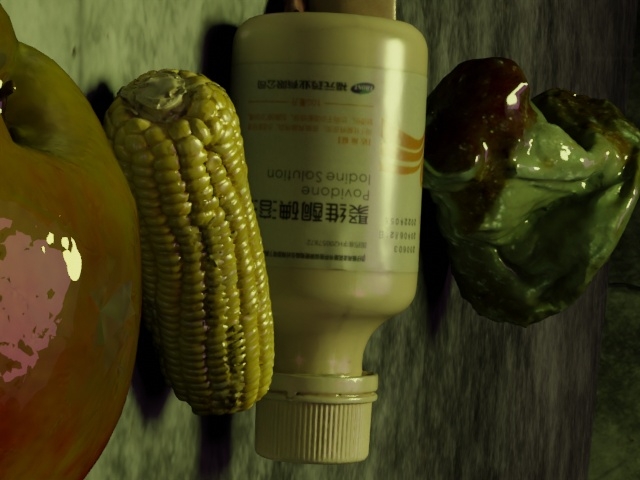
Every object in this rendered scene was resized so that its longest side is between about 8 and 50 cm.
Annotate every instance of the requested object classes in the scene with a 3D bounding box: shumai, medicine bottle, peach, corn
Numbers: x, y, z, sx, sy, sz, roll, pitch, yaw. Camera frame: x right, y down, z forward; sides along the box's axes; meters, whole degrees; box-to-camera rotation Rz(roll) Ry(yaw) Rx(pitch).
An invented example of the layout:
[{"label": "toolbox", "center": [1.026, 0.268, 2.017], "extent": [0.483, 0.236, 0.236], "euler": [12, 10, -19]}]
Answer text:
[{"label": "shumai", "center": [0.145, -0.058, 1.588], "extent": [0.272, 0.204, 0.222], "euler": [136, -29, -58]}, {"label": "medicine bottle", "center": [0.000, 0.000, 1.030], "extent": [0.114, 0.114, 0.252], "euler": [-1, 94, -75]}, {"label": "peach", "center": [-0.147, 0.013, 0.482], "extent": [0.190, 0.192, 0.190], "euler": [56, 2, -3]}, {"label": "corn", "center": [-0.061, 0.006, 0.890], "extent": [0.072, 0.072, 0.203], "euler": [-71, 159, -46]}]

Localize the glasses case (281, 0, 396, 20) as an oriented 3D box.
[{"label": "glasses case", "center": [0.002, -0.110, 1.141], "extent": [0.102, 0.070, 0.193], "euler": [176, -85, -77]}]
